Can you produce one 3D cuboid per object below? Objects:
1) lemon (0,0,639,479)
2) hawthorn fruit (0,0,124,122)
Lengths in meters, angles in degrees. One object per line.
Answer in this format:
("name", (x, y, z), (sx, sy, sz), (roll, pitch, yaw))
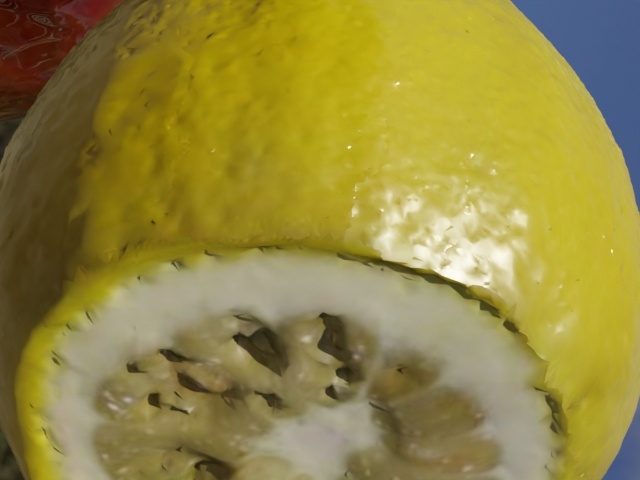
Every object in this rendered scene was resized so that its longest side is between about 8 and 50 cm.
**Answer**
("lemon", (0.000, 0.000, 0.651), (0.219, 0.240, 0.240), (-84, -161, -47))
("hawthorn fruit", (-0.220, -0.221, 1.150), (0.325, 0.308, 0.308), (-31, -142, 35))
